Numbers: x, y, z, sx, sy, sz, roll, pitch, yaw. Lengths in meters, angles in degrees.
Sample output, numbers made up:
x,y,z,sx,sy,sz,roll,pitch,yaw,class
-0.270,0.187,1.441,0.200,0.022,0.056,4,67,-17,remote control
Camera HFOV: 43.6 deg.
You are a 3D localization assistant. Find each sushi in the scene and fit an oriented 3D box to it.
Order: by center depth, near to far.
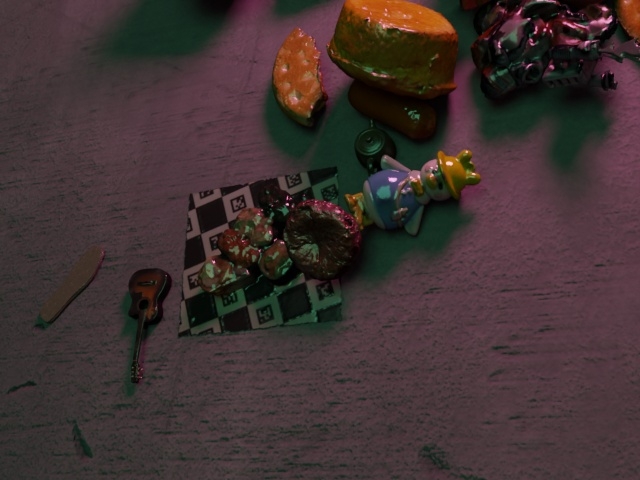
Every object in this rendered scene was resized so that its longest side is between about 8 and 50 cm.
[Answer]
x,y,z,sx,sy,sz,roll,pitch,yaw,class
-0.129,0.007,1.525,0.339,0.069,0.320,-8,65,19,sushi

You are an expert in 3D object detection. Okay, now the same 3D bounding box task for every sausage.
x,y,z,sx,sy,sz,roll,pitch,yaw,class
0.138,-0.256,1.528,0.197,0.076,0.076,33,83,30,sausage

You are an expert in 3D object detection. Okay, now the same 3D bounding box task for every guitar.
x,y,z,sx,sy,sz,roll,pitch,yaw,class
-0.347,0.165,1.571,0.088,0.025,0.233,-5,67,20,guitar

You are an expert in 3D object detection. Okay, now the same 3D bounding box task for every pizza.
x,y,z,sx,sy,sz,roll,pitch,yaw,class
0.617,-0.422,1.398,0.193,0.053,0.201,-29,52,36,pizza
-0.041,-0.331,1.643,0.127,0.058,0.246,-26,59,11,pizza

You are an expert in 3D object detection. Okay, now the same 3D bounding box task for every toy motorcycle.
x,y,z,sx,sy,sz,roll,pitch,yaw,class
0.413,-0.331,1.400,0.401,0.134,0.207,19,76,42,toy motorcycle

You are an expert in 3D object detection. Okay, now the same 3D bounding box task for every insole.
x,y,z,sx,sy,sz,roll,pitch,yaw,class
-0.521,0.092,1.682,0.063,0.010,0.192,36,85,31,insole

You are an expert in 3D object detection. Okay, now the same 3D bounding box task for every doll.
x,y,z,sx,sy,sz,roll,pitch,yaw,class
0.165,-0.091,1.433,0.241,0.099,0.135,-22,58,14,doll

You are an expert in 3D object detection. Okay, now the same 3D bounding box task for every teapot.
x,y,z,sx,sy,sz,roll,pitch,yaw,class
0.099,-0.171,1.510,0.076,0.068,0.121,-4,67,21,teapot

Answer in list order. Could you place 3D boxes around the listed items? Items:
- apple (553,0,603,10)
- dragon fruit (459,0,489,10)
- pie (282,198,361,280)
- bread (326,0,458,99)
x,y,z,sx,sy,sz,roll,pitch,yaw,class
0.463,-0.486,1.455,0.153,0.153,0.120,32,107,30,apple
0.303,-0.579,1.551,0.189,0.163,0.261,4,47,-10,dragon fruit
0.000,0.000,1.430,0.154,0.038,0.153,2,97,19,pie
0.134,-0.360,1.482,0.268,0.268,0.145,31,123,30,bread
